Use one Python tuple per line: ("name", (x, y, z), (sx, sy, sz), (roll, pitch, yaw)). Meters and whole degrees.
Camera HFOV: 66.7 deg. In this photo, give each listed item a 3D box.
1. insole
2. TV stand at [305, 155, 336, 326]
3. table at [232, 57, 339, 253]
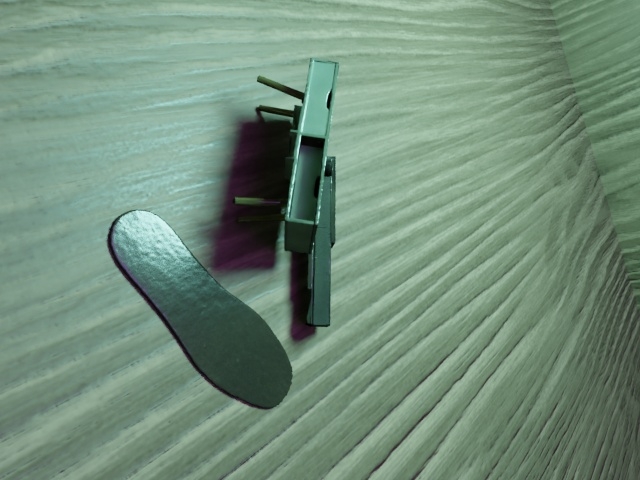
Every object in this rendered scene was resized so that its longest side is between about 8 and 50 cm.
("insole", (-0.140, 0.096, 0.614), (0.328, 0.007, 0.111), (54, 48, -21))
("TV stand", (0.000, 0.000, 0.738), (0.040, 0.049, 0.257), (2, 77, -5))
("table", (-0.046, -0.118, 0.671), (0.110, 0.122, 0.240), (8, 70, -2))
